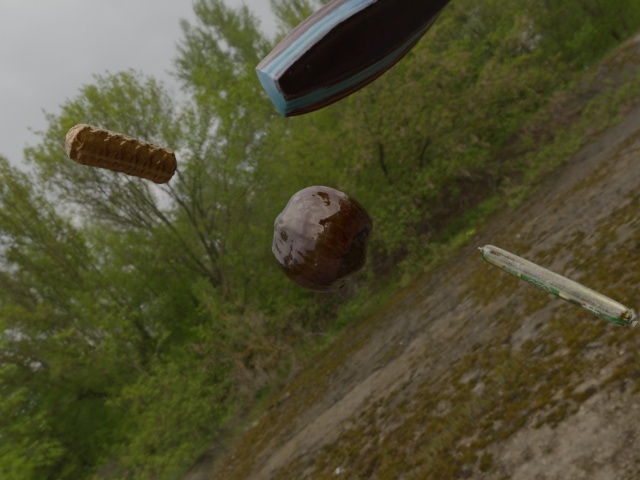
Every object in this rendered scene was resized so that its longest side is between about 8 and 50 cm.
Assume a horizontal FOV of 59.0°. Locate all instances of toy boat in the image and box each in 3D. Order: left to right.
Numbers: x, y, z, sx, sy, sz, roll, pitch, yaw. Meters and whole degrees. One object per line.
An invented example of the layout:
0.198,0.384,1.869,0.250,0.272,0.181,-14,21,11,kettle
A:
0.084,-0.324,0.862,0.392,0.136,0.079,-36,18,-12,toy boat

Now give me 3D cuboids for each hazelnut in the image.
0.000,0.000,1.226,0.218,0.218,0.233,-25,-42,-77,hazelnut

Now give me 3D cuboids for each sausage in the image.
0.351,0.063,0.865,0.033,0.269,0.032,-20,-56,-33,sausage

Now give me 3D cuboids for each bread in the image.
-0.256,-0.112,0.741,0.157,0.044,0.052,12,-76,-51,bread
